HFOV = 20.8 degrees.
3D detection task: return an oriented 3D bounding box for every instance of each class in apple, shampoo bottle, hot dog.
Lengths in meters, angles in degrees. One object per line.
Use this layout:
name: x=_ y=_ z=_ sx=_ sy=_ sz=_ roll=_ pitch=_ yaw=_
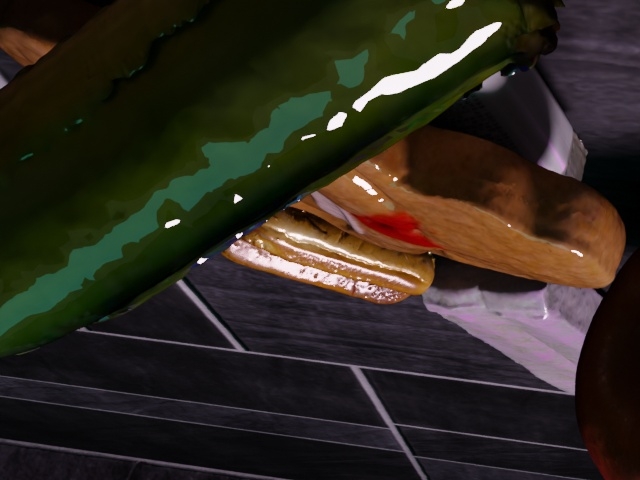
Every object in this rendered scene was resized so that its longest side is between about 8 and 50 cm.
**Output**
apple: x=0.265 y=0.094 z=1.056 sx=0.201 sy=0.218 sz=0.218 roll=17 pitch=164 yaw=-40
shampoo bottle: x=0.066 y=-0.072 z=0.851 sx=0.086 sy=0.056 sz=0.227 roll=9 pitch=167 yaw=25
hot dog: x=0.000 y=0.000 z=1.186 sx=0.188 sy=0.055 sz=0.072 roll=18 pitch=160 yaw=-32

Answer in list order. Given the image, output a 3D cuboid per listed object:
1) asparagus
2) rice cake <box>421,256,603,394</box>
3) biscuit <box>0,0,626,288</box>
asparagus: x=-0.086 y=-0.028 z=0.716 sx=0.382 sy=0.108 sz=0.128 roll=-33 pitch=152 yaw=17
rice cake: x=0.186 y=0.069 z=1.353 sx=0.106 sy=0.050 sz=0.298 roll=2 pitch=164 yaw=30
biscuit: x=-0.009 y=-0.043 z=0.877 sx=0.334 sy=0.047 sz=0.202 roll=19 pitch=171 yaw=21
